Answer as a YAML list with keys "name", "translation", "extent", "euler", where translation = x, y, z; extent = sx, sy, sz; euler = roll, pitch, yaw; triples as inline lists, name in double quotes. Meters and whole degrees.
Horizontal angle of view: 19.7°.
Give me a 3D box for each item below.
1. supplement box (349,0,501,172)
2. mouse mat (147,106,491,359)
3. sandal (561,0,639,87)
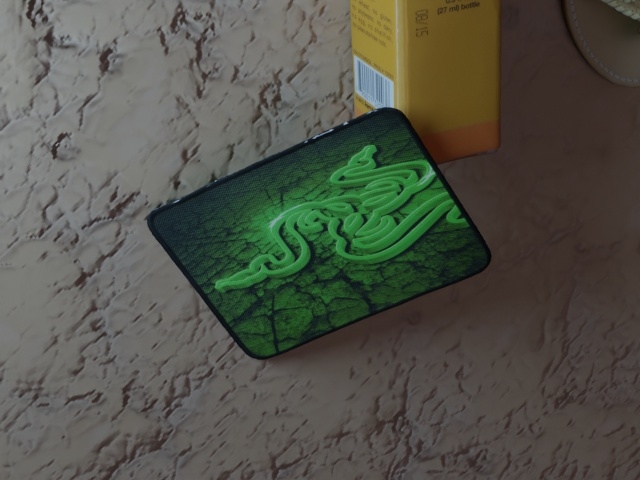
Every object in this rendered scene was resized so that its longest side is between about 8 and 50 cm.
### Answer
- name: "supplement box"
  translation: [0.066, -0.167, 1.172]
  extent: [0.078, 0.080, 0.233]
  euler: [-13, 120, -21]
- name: "mouse mat"
  translation: [0.000, 0.000, 1.211]
  extent: [0.190, 0.007, 0.152]
  euler: [-24, 125, 16]
- name: "sandal"
  translation: [0.211, -0.194, 1.228]
  extent: [0.088, 0.079, 0.240]
  euler: [-25, 122, -14]
